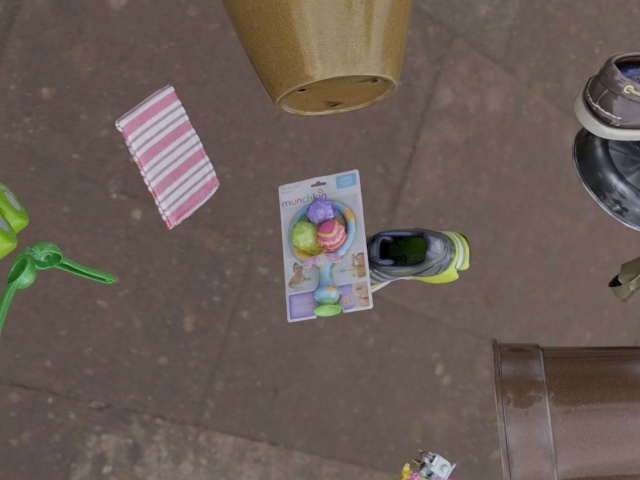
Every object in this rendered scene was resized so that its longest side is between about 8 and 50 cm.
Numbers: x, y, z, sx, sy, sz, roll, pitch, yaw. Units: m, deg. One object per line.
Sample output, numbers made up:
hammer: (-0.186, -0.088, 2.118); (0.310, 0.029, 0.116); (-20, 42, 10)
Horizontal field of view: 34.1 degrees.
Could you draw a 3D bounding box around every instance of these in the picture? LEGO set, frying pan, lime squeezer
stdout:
LEGO set: (0.104, 0.407, 1.324); (0.287, 0.107, 0.132); (-58, 164, -15)
frying pan: (0.479, -0.046, 1.435); (0.197, 0.053, 0.326); (-24, 69, -35)
lime squeezer: (-0.435, 0.063, 1.600); (0.310, 0.059, 0.110); (-36, 110, -65)

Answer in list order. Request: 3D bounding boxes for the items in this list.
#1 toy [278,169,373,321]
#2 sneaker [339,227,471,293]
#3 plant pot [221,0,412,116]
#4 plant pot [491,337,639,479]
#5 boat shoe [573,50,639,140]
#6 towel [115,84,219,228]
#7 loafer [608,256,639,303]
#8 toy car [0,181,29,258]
toy: (0.000, 0.000, 1.624); (0.056, 0.137, 0.237); (50, 32, -65)
sneaker: (0.102, 0.024, 1.808); (0.121, 0.300, 0.111); (23, 60, -54)
plant pot: (-0.004, -0.258, 0.998); (0.237, 0.237, 0.254); (1, 75, -42)
plant pot: (0.237, 0.160, 0.894); (0.167, 0.165, 0.167); (-6, 90, -80)
boat shoe: (0.499, -0.201, 1.388); (0.324, 0.097, 0.116); (-4, 58, -17)
towel: (-0.244, -0.134, 1.671); (0.144, 0.029, 0.197); (-47, 119, -48)
loafer: (0.543, 0.058, 1.802); (0.148, 0.050, 0.056); (111, 3, -50)
toy car: (-0.364, -0.033, 0.853); (0.155, 0.149, 0.188); (-36, 107, 2)
